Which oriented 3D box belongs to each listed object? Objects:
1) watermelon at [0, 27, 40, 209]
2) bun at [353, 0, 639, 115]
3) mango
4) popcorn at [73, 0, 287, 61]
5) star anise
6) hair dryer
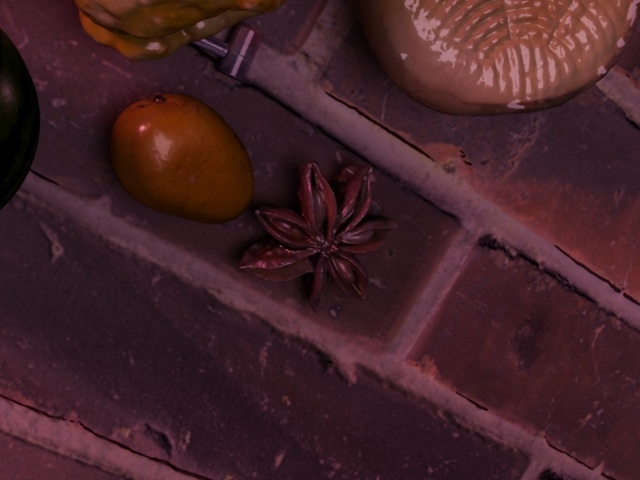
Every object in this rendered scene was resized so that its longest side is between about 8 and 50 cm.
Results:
[{"bbox_3d":[-0.402,-0.120,1.226,0.269,0.269,0.269,-9,110,-26],"label":"watermelon"},{"bbox_3d":[0.200,-0.322,1.509,0.364,0.202,0.364,-5,104,-21],"label":"bun"},{"bbox_3d":[-0.156,-0.088,1.456,0.137,0.098,0.195,-52,129,-8],"label":"mango"},{"bbox_3d":[-0.145,-0.337,1.281,0.312,0.312,0.312,-9,110,-26],"label":"popcorn"},{"bbox_3d":[0.005,-0.015,1.576,0.212,0.073,0.197,31,93,-35],"label":"star anise"},{"bbox_3d":[-0.127,-0.235,1.461,0.114,0.037,0.063,22,93,-24],"label":"hair dryer"}]
